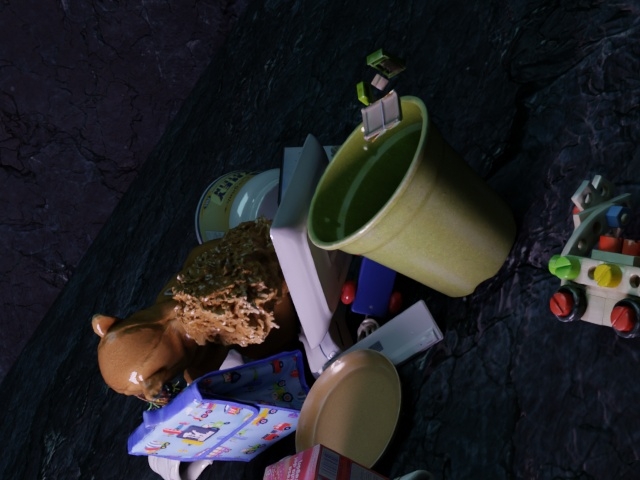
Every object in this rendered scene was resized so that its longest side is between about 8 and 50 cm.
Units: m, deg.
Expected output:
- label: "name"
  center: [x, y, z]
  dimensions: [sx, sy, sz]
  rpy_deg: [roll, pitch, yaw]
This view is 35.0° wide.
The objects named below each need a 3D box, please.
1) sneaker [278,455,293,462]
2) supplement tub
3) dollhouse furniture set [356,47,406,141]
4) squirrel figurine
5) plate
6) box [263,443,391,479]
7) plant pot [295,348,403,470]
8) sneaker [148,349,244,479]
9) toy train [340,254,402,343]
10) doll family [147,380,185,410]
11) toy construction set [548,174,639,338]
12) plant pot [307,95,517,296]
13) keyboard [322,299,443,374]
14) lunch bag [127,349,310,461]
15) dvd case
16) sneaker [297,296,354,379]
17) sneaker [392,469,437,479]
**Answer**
- label: "sneaker"
  center: [-0.061, 0.462, 1.645]
  dimensions: [0.236, 0.095, 0.104]
  rpy_deg: [-80, 14, -45]
- label: "supplement tub"
  center: [-0.111, -0.038, 2.145]
  dimensions: [0.316, 0.228, 0.228]
  rpy_deg: [5, 65, 63]
- label: "dollhouse furniture set"
  center: [0.106, -0.222, 1.600]
  dimensions: [0.076, 0.058, 0.151]
  rpy_deg: [-26, 57, 37]
- label: "squirrel figurine"
  center: [-0.224, 0.128, 1.849]
  dimensions: [0.370, 0.281, 0.397]
  rpy_deg: [-23, -16, -42]
- label: "plate"
  center: [0.000, 0.000, 1.761]
  dimensions: [0.045, 0.278, 0.277]
  rpy_deg: [-3, 40, 18]
- label: "box"
  center: [-0.008, 0.469, 1.456]
  dimensions: [0.142, 0.154, 0.300]
  rpy_deg: [-33, 35, 43]
- label: "plant pot"
  center: [0.052, 0.292, 1.658]
  dimensions: [0.236, 0.032, 0.236]
  rpy_deg: [-32, 41, 34]
- label: "sneaker"
  center: [-0.226, 0.367, 2.062]
  dimensions: [0.152, 0.114, 0.305]
  rpy_deg: [31, 93, 52]
- label: "toy train"
  center: [0.080, 0.100, 1.810]
  dimensions: [0.143, 0.105, 0.248]
  rpy_deg: [-165, 88, -81]
- label: "doll family"
  center: [-0.327, 0.347, 2.233]
  dimensions: [0.193, 0.111, 0.076]
  rpy_deg: [-24, 41, 50]
- label: "toy construction set"
  center: [0.389, 0.008, 1.257]
  dimensions: [0.328, 0.151, 0.215]
  rpy_deg: [-161, 77, -73]
- label: "plant pot"
  center: [0.162, -0.044, 1.613]
  dimensions: [0.276, 0.254, 0.276]
  rpy_deg: [-42, 28, 28]
- label: "keyboard"
  center: [0.099, 0.189, 1.701]
  dimensions: [0.256, 0.014, 0.072]
  rpy_deg: [-38, 67, 36]
- label: "lunch bag"
  center: [-0.187, 0.298, 1.790]
  dimensions: [0.221, 0.293, 0.138]
  rpy_deg: [-39, 60, 36]
- label: "dvd case"
  center: [0.046, -0.128, 1.969]
  dimensions: [0.180, 0.253, 0.022]
  rpy_deg: [-89, -4, -48]
- label: "sneaker"
  center: [-0.005, 0.152, 1.888]
  dimensions: [0.091, 0.094, 0.258]
  rpy_deg: [-44, 27, 22]
- label: "sneaker"
  center: [0.111, 0.434, 1.308]
  dimensions: [0.146, 0.122, 0.330]
  rpy_deg: [-45, 28, 29]
